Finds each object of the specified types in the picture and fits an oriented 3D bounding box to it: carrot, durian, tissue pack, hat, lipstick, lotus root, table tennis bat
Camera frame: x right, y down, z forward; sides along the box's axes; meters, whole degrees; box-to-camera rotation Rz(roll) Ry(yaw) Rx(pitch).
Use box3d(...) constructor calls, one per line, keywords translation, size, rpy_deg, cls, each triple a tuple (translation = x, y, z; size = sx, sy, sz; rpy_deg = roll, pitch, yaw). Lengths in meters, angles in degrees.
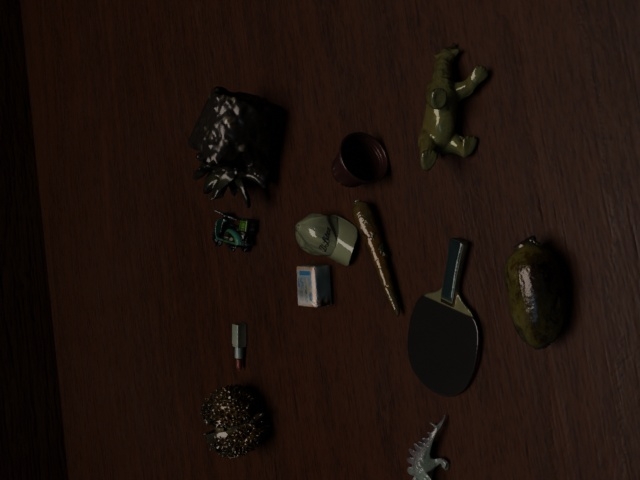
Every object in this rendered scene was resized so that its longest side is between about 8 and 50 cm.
box3d(translation=(0.117, 0.033, 1.342), size=(0.049, 0.049, 0.254), rpy_deg=(-32, 71, 47), cls="carrot")
box3d(translation=(-0.215, 0.460, 1.711), size=(0.196, 0.167, 0.195), rpy_deg=(12, 115, 26), cls="durian")
box3d(translation=(-0.015, 0.100, 1.494), size=(0.074, 0.059, 0.094), rpy_deg=(1, 94, 48), cls="tissue pack")
box3d(translation=(0.007, 0.002, 1.454), size=(0.166, 0.081, 0.122), rpy_deg=(34, 121, 33), cls="hat")
box3d(translation=(-0.217, 0.286, 1.776), size=(0.030, 0.030, 0.129), rpy_deg=(8, 98, 50), cls="lipstick")
box3d(translation=(0.338, 0.082, 1.039), size=(0.080, 0.089, 0.179), rpy_deg=(0, -99, -86), cls="lotus root")
box3d(translation=(0.230, 0.142, 1.228), size=(0.173, 0.023, 0.300), rpy_deg=(23, 111, 48), cls="table tennis bat")

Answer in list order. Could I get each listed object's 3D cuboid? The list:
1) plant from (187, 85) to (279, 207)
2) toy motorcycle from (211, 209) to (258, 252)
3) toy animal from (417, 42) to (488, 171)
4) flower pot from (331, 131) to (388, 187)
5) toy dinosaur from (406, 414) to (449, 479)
box3d(translation=(-0.215, -0.223, 1.611), size=(0.199, 0.189, 0.275), rpy_deg=(38, 121, 43), cls="plant")
box3d(translation=(-0.233, -0.023, 1.754), size=(0.173, 0.058, 0.100), rpy_deg=(13, 95, 48), cls="toy motorcycle")
box3d(translation=(0.218, -0.236, 1.175), size=(0.101, 0.103, 0.218), rpy_deg=(-130, 43, -67), cls="toy animal")
box3d(translation=(0.069, -0.152, 1.347), size=(0.089, 0.111, 0.111), rpy_deg=(-34, 66, 60), cls="flower pot")
box3d(translation=(0.203, 0.423, 1.269), size=(0.082, 0.039, 0.208), rpy_deg=(29, 114, 47), cls="toy dinosaur")
